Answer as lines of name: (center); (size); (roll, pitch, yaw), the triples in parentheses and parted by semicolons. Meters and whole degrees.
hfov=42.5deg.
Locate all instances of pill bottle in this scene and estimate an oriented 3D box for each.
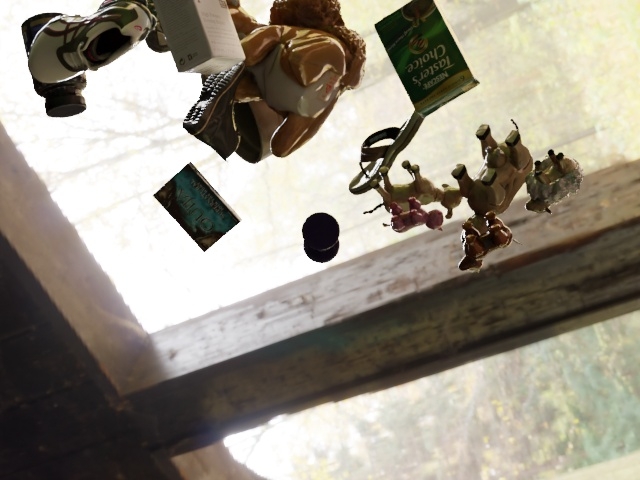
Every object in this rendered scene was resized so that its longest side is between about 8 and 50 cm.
pill bottle: (-0.605, -0.399, 1.888); (0.123, 0.122, 0.219); (2, -107, -72)

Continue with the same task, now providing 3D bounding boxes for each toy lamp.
toy lamp: (0.000, 0.000, 1.615); (0.275, 0.080, 0.080); (73, 178, -82)

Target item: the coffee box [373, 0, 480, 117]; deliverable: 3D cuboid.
coffee box: (0.174, -0.308, 1.359); (0.040, 0.113, 0.184); (17, -132, -63)

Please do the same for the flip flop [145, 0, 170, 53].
flip flop: (-0.406, -0.586, 2.170); (0.080, 0.112, 0.277); (96, 174, -58)

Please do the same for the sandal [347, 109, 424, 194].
sandal: (0.149, -0.227, 1.955); (0.086, 0.303, 0.120); (32, -139, -8)

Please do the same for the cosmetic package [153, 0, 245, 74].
cosmetic package: (-0.225, -0.411, 1.442); (0.117, 0.085, 0.231); (-22, -86, -64)

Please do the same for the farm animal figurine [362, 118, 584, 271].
farm animal figurine: (0.294, -0.080, 1.594); (0.330, 0.327, 0.172); (41, 173, 44)

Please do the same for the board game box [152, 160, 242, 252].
board game box: (-0.292, -0.078, 1.954); (0.186, 0.126, 0.026); (48, -162, -7)

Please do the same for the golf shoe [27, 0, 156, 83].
golf shoe: (-0.421, -0.346, 1.457); (0.105, 0.272, 0.120); (52, -155, -34)

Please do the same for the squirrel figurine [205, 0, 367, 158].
squirrel figurine: (-0.101, -0.459, 1.977); (0.397, 0.370, 0.281); (-39, -28, -35)

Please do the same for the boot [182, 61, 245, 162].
boot: (-0.203, -0.284, 1.806); (0.077, 0.198, 0.137); (25, 166, 47)

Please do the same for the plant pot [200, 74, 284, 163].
plant pot: (-0.139, -0.417, 2.318); (0.323, 0.280, 0.323); (46, 153, 31)
